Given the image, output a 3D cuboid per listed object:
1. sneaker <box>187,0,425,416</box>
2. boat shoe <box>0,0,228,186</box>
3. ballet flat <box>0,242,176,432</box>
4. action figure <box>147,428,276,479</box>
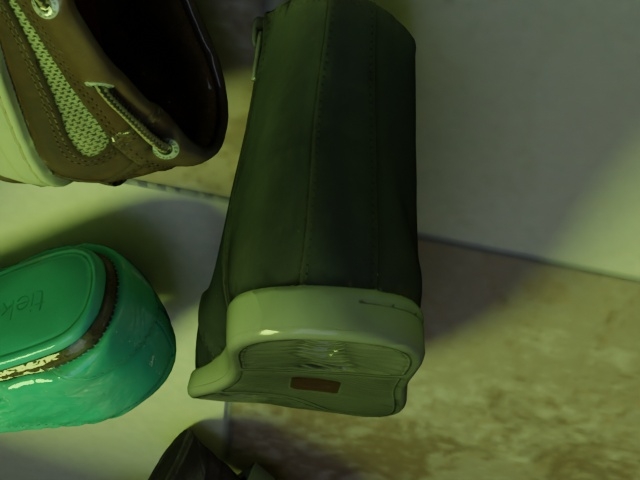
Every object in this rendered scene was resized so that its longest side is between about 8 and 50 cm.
[{"bbox_3d":[0.000,0.000,0.490,0.083,0.118,0.222,7,165,-8],"label":"sneaker"},{"bbox_3d":[-0.080,-0.115,0.380,0.095,0.095,0.257,7,147,15],"label":"boat shoe"},{"bbox_3d":[-0.170,0.061,0.582,0.247,0.083,0.087,-10,144,25],"label":"ballet flat"},{"bbox_3d":[0.021,0.209,0.667,0.285,0.099,0.185,26,129,-16],"label":"action figure"}]
